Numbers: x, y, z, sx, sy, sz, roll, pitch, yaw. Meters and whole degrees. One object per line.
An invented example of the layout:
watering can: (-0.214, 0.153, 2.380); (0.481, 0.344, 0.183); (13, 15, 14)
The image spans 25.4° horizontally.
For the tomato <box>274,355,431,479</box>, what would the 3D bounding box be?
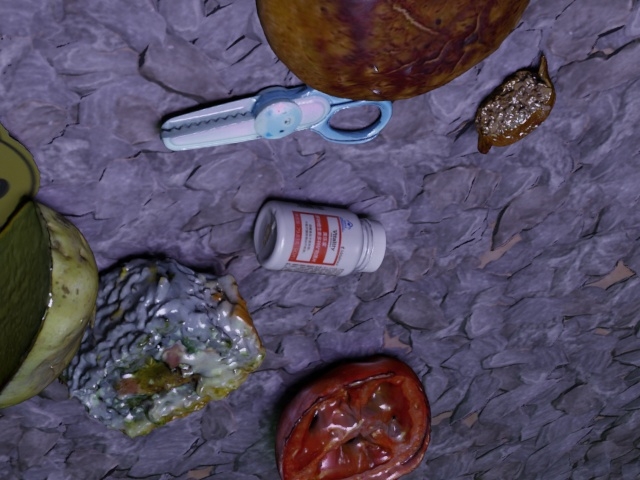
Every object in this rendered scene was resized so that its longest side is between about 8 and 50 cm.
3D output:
tomato: (0.040, 0.236, 1.891); (0.228, 0.101, 0.228); (-13, 132, -15)

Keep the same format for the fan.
fan: (-0.432, -0.030, 1.483); (0.229, 0.011, 0.335); (18, 130, -41)

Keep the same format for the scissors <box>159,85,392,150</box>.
scissors: (-0.044, -0.135, 1.504); (0.256, 0.030, 0.125); (-13, 139, -11)

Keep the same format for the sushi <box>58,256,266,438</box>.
sushi: (-0.202, 0.130, 1.652); (0.274, 0.139, 0.184); (-34, 135, 17)

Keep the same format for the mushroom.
mushroom: (0.081, -0.276, 1.265); (0.345, 0.239, 0.345); (-24, 164, -7)

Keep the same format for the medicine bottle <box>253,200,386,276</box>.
medicine bottle: (0.000, 0.000, 1.630); (0.140, 0.079, 0.079); (7, 133, -26)

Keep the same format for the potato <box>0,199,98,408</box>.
potato: (-0.311, 0.086, 1.560); (0.111, 0.160, 0.272); (7, 135, -40)

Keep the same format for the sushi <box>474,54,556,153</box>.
sushi: (0.215, -0.149, 1.571); (0.120, 0.052, 0.055); (-37, 151, 23)
